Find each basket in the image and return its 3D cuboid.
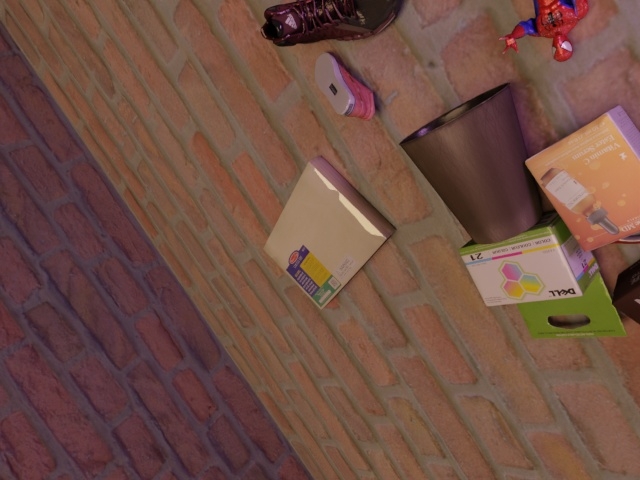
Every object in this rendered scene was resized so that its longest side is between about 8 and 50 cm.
[{"bbox_3d":[0.278,-0.120,0.730,0.204,0.154,0.227,-20,106,43],"label":"basket"}]

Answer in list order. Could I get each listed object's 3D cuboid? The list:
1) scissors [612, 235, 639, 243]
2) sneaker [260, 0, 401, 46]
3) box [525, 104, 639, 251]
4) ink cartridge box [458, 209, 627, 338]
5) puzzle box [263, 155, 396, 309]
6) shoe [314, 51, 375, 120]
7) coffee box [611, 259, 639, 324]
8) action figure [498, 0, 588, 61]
[{"bbox_3d":[0.455,0.012,0.756,0.109,0.021,0.297,47,141,6],"label":"scissors"},{"bbox_3d":[-0.001,-0.411,0.772,0.281,0.162,0.107,5,120,42],"label":"sneaker"},{"bbox_3d":[0.428,-0.092,0.629,0.130,0.091,0.171,-39,80,48],"label":"box"},{"bbox_3d":[0.407,0.091,0.768,0.188,0.097,0.255,-23,95,54],"label":"ink cartridge box"},{"bbox_3d":[0.000,0.000,1.150,0.272,0.052,0.409,46,139,8],"label":"puzzle box"},{"bbox_3d":[0.050,-0.320,0.869,0.063,0.081,0.178,-49,51,37],"label":"shoe"},{"bbox_3d":[0.605,0.116,0.621,0.246,0.098,0.141,40,138,16],"label":"coffee box"},{"bbox_3d":[0.285,-0.372,0.557,0.091,0.139,0.281,-9,113,48],"label":"action figure"}]
